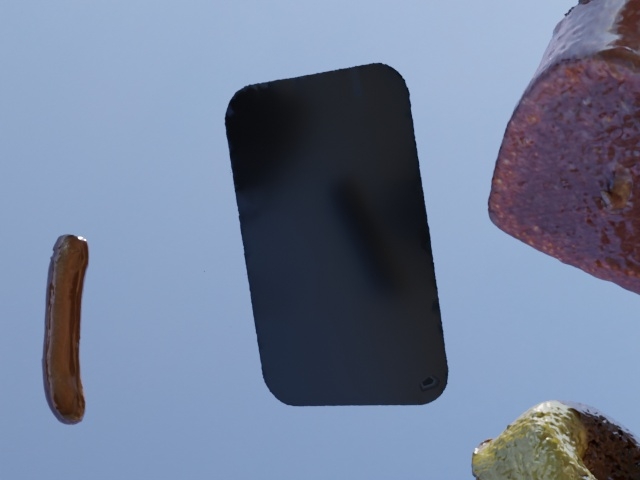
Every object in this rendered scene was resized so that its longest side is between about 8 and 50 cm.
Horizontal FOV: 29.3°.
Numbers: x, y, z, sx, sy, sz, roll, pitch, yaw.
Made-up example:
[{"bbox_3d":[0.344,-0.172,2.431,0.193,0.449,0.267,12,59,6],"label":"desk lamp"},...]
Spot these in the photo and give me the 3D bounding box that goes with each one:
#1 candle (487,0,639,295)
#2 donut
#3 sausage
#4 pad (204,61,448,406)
[{"bbox_3d":[0.275,-0.063,1.142,0.317,0.287,0.131,54,-129,-26],"label":"candle"},{"bbox_3d":[0.228,0.208,1.120,0.217,0.085,0.141,-1,-139,-50],"label":"donut"},{"bbox_3d":[-0.245,0.085,1.180,0.043,0.043,0.186,8,-109,-28],"label":"sausage"},{"bbox_3d":[-0.001,0.000,1.395,0.063,0.314,0.376,-15,-81,-58],"label":"pad"}]
